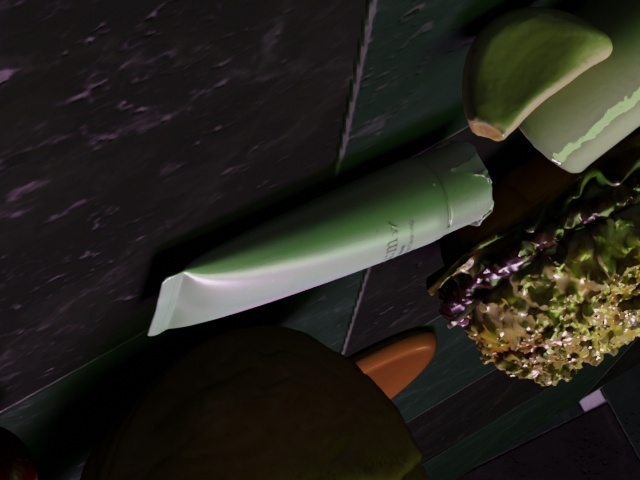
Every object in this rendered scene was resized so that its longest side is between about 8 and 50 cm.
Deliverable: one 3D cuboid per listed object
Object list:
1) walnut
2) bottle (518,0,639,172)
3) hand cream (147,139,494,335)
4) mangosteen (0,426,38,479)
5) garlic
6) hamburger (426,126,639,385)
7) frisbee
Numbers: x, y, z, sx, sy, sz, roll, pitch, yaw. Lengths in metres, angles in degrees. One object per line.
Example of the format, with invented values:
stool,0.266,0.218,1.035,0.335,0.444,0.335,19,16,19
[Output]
walnut,-0.046,0.165,1.055,0.228,0.228,0.228,-30,166,-9
bottle,0.187,-0.121,0.857,0.201,0.072,0.072,-40,164,25
hand cream,0.000,0.000,0.916,0.204,0.050,0.078,-23,163,-21
mangosteen,-0.193,0.137,0.910,0.081,0.081,0.081,-30,166,-9
garlic,0.099,-0.086,0.820,0.083,0.053,0.041,-43,168,-16
hamburger,0.189,0.002,1.138,0.243,0.139,0.261,-36,166,16
frisbee,0.000,0.155,1.490,0.250,0.021,0.251,-29,165,-9
